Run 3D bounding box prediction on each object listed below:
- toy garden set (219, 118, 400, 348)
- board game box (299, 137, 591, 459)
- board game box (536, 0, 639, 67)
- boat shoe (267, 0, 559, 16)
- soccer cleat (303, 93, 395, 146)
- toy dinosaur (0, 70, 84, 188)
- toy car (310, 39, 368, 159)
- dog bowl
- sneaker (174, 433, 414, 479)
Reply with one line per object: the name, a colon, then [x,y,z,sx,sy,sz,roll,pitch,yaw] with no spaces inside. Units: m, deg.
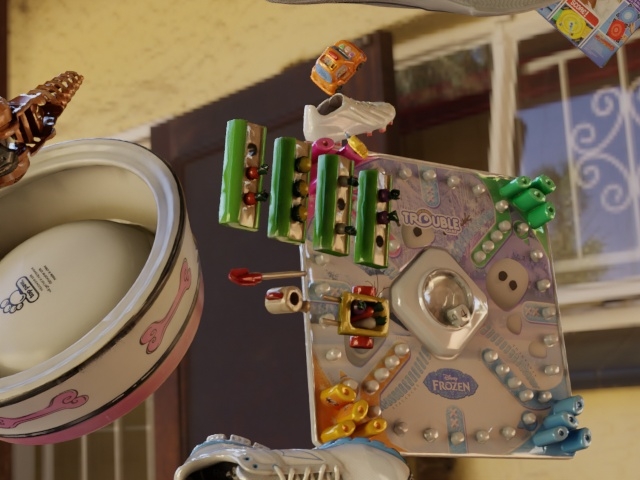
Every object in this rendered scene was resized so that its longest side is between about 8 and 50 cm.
toy garden set: [0.000,0.000,1.174,0.049,0.203,0.244,-8,-17,43]
board game box: [0.160,0.073,1.399,0.390,0.389,0.050,7,-22,-28]
board game box: [0.320,-0.331,1.383,0.136,0.201,0.035,-48,0,14]
boat shoe: [0.058,-0.189,0.708,0.226,0.083,0.076,1,18,-10]
soccer cleat: [0.049,-0.198,1.748,0.068,0.076,0.196,8,24,42]
toy dinosaur: [-0.367,-0.090,1.143,0.218,0.164,0.322,8,14,35]
toy car: [0.033,-0.148,1.122,0.060,0.122,0.040,-30,-18,6]
dog bowl: [-0.324,0.069,1.357,0.408,0.408,0.150,-7,-42,19]
sneaker: [-0.025,0.191,0.863,0.191,0.071,0.083,-2,-3,14]
